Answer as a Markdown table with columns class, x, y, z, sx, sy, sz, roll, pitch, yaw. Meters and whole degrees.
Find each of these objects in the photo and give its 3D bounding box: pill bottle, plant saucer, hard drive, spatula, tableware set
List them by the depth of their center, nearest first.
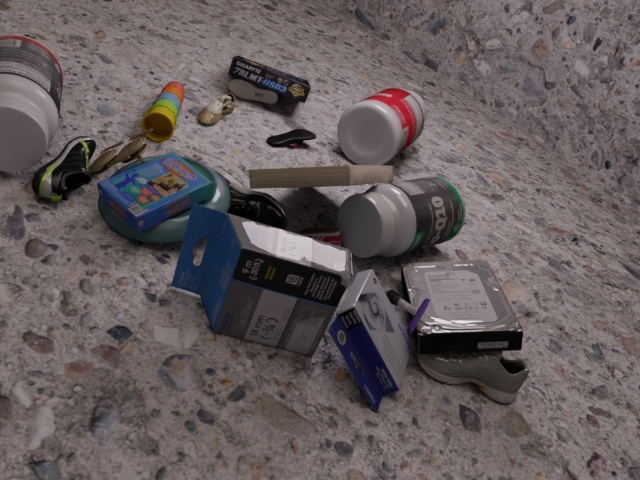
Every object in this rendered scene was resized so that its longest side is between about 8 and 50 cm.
| class | x | y | z | sx | sy | sz | roll | pitch | yaw |
| --- | --- | --- | --- | --- | --- | --- | --- | --- | --- |
| spatula | 0.197 | 0.150 | 1.429 | 0.030 | 0.084 | 0.296 | 31 | 1 | -12 |
| hard drive | 0.330 | 0.151 | 1.487 | 0.236 | 0.064 | 0.339 | -2 | 25 | 3 |
| plant saucer | -0.379 | -0.118 | 1.490 | 0.317 | 0.044 | 0.318 | 4 | 42 | -4 |
| pill bottle | -0.749 | -0.337 | 1.492 | 0.210 | 0.210 | 0.363 | 7 | 37 | -24 |
| tableware set | -0.499 | -0.205 | 1.523 | 0.039 | 0.194 | 0.128 | 55 | 38 | -30 |
| pill bottle | 0.229 | -0.065 | 1.721 | 0.361 | 0.204 | 0.204 | -13 | 48 | -42 |
| pill bottle | 0.242 | -0.426 | 2.213 | 0.229 | 0.229 | 0.407 | 32 | 33 | 12 |

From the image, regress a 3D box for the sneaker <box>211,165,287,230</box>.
| class | x | y | z | sx | sy | sz | roll | pitch | yaw |
| --- | --- | --- | --- | --- | --- | --- | --- | --- | --- |
| sneaker | -0.222 | -0.080 | 1.576 | 0.283 | 0.107 | 0.124 | 29 | 42 | 21 |

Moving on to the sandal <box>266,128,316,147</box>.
| class | x | y | z | sx | sy | sz | roll | pitch | yaw |
| --- | --- | --- | --- | --- | --- | --- | --- | --- | --- |
| sandal | -0.099 | -0.339 | 2.061 | 0.179 | 0.040 | 0.067 | -16 | 43 | -26 |

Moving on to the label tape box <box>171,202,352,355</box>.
| class | x | y | z | sx | sy | sz | roll | pitch | yaw |
| --- | --- | --- | --- | --- | --- | --- | --- | --- | --- |
| label tape box | -0.132 | 0.089 | 1.249 | 0.333 | 0.241 | 0.106 | 16 | 36 | -10 |

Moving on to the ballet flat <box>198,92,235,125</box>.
| class | x | y | z | sx | sy | sz | roll | pitch | yaw |
| --- | --- | --- | --- | --- | --- | --- | --- | --- | --- |
| ballet flat | -0.342 | -0.443 | 2.021 | 0.073 | 0.067 | 0.206 | 26 | 33 | 1 |

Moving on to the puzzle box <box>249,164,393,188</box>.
| class | x | y | z | sx | sy | sz | roll | pitch | yaw |
| --- | --- | --- | --- | --- | --- | --- | --- | --- | --- |
| puzzle box | 0.020 | -0.173 | 1.658 | 0.272 | 0.052 | 0.409 | 0 | 6 | 22 |

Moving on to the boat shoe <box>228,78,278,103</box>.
| class | x | y | z | sx | sy | sz | roll | pitch | yaw |
| --- | --- | --- | --- | --- | --- | --- | --- | --- | --- |
| boat shoe | -0.248 | -0.551 | 2.242 | 0.184 | 0.066 | 0.063 | 7 | 18 | -16 |

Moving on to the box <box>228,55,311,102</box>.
| class | x | y | z | sx | sy | sz | roll | pitch | yaw |
| --- | --- | --- | --- | --- | --- | --- | --- | --- | --- |
| box | -0.188 | -0.607 | 2.279 | 0.295 | 0.073 | 0.293 | 19 | 18 | -9 |

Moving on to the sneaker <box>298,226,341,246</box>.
| class | x | y | z | sx | sy | sz | roll | pitch | yaw |
| --- | --- | --- | --- | --- | --- | --- | --- | --- | --- |
| sneaker | 0.000 | 0.000 | 1.645 | 0.118 | 0.067 | 0.042 | 1 | 29 | 21 |

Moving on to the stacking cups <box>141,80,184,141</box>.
| class | x | y | z | sx | sy | sz | roll | pitch | yaw |
| --- | --- | --- | --- | --- | --- | --- | --- | --- | --- |
| stacking cups | -0.466 | -0.411 | 1.882 | 0.096 | 0.096 | 0.316 | 17 | 32 | -10 |

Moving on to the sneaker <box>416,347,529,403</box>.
| class | x | y | z | sx | sy | sz | roll | pitch | yaw |
| --- | --- | --- | --- | --- | --- | --- | --- | --- | --- |
| sneaker | 0.351 | 0.272 | 1.396 | 0.262 | 0.121 | 0.099 | 19 | 34 | -5 |

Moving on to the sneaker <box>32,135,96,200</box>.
| class | x | y | z | sx | sy | sz | roll | pitch | yaw |
| --- | --- | --- | --- | --- | --- | --- | --- | --- | --- |
| sneaker | -0.589 | -0.163 | 1.466 | 0.097 | 0.084 | 0.235 | 21 | 43 | 2 |

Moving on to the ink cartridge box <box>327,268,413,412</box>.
| class | x | y | z | sx | sy | sz | roll | pitch | yaw |
| --- | --- | --- | --- | --- | --- | --- | --- | --- | --- |
| ink cartridge box | 0.115 | 0.207 | 1.299 | 0.223 | 0.045 | 0.224 | 61 | 30 | -17 |

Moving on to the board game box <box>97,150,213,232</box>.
| class | x | y | z | sx | sy | sz | roll | pitch | yaw |
| --- | --- | --- | --- | --- | --- | --- | --- | --- | --- |
| board game box | -0.382 | -0.118 | 1.423 | 0.210 | 0.047 | 0.160 | -32 | 55 | -34 |
